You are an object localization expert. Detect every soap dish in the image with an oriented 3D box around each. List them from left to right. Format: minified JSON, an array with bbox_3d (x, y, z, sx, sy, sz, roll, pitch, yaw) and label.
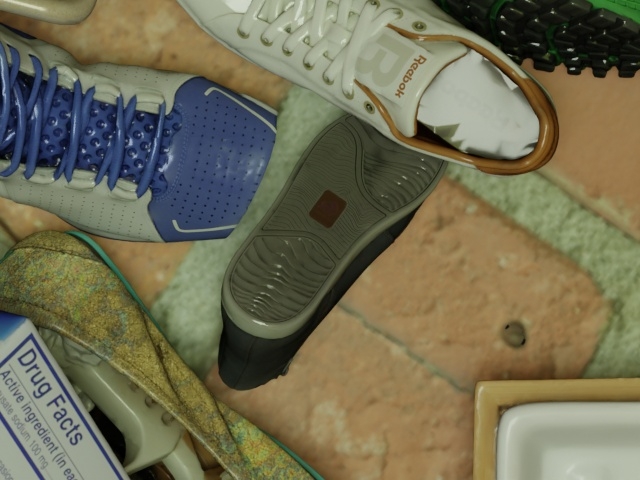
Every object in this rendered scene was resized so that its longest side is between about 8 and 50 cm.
[{"bbox_3d":[0.242,0.203,1.109,0.290,0.118,0.229,0,94,-6],"label":"soap dish"}]

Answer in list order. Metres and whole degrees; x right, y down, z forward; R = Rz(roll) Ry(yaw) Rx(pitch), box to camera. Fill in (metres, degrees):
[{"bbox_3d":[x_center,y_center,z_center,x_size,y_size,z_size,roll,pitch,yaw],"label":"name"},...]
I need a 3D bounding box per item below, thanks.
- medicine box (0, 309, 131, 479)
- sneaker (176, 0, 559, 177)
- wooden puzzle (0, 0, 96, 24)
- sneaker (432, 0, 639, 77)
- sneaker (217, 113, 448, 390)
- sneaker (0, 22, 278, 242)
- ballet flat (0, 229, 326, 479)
[{"bbox_3d":[-0.239,0.224,0.924,0.289,0.149,0.263,-45,122,-32],"label":"medicine box"},{"bbox_3d":[0.029,-0.133,1.023,0.290,0.123,0.106,27,97,-2],"label":"sneaker"},{"bbox_3d":[-0.259,-0.327,0.981,0.322,0.080,0.348,13,72,-6],"label":"wooden puzzle"},{"bbox_3d":[0.215,-0.187,1.088,0.343,0.134,0.146,11,77,-8],"label":"sneaker"},{"bbox_3d":[0.000,0.000,1.098,0.083,0.118,0.222,39,60,9],"label":"sneaker"},{"bbox_3d":[-0.189,-0.071,1.011,0.315,0.182,0.127,17,96,-6],"label":"sneaker"},{"bbox_3d":[-0.101,0.147,1.065,0.123,0.123,0.348,-42,94,-2],"label":"ballet flat"}]
